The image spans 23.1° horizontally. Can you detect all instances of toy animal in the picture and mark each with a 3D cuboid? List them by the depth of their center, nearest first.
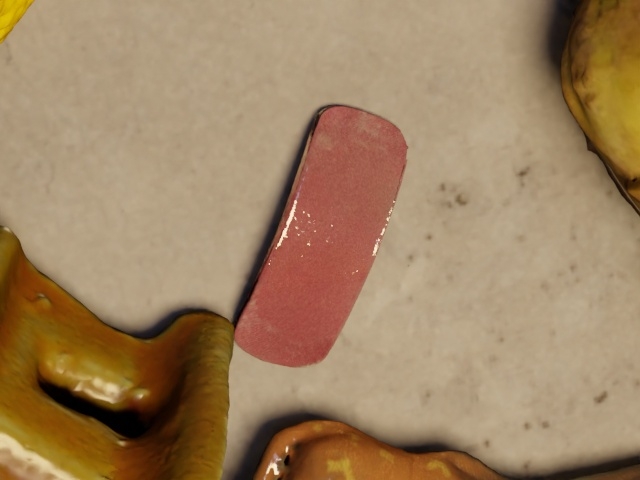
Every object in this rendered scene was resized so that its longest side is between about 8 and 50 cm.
[{"bbox_3d":[0.068,0.154,0.814,0.224,0.066,0.230,42,85,-18],"label":"toy animal"}]

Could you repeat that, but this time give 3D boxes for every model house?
[{"bbox_3d":[-0.176,0.107,0.670,0.239,0.268,0.173,32,114,-16],"label":"model house"}]

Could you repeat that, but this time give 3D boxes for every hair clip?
[{"bbox_3d":[0.000,0.001,0.785,0.054,0.022,0.137,20,97,-20],"label":"hair clip"}]

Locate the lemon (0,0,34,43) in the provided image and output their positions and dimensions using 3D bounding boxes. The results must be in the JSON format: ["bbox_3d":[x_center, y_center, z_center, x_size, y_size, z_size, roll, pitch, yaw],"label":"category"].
[{"bbox_3d":[-0.181,-0.154,0.628,0.180,0.180,0.193,-6,115,-12],"label":"lemon"}]

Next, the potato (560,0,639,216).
[{"bbox_3d":[0.270,-0.074,0.702,0.299,0.196,0.246,33,81,4],"label":"potato"}]
